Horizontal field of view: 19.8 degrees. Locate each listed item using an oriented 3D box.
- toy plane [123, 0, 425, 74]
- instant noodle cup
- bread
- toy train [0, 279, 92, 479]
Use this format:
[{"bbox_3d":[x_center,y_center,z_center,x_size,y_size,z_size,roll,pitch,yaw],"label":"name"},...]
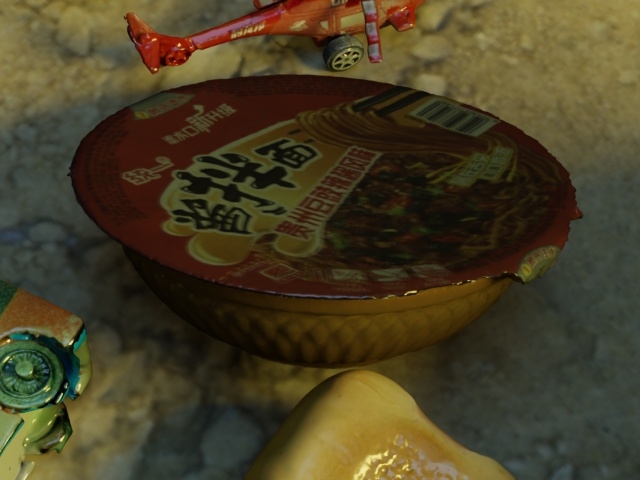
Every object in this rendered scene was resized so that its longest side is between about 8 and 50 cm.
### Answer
[{"bbox_3d":[-0.013,-0.131,1.105,0.194,0.077,0.126,-39,69,-21],"label":"toy plane"},{"bbox_3d":[0.000,0.000,0.995,0.274,0.091,0.274,3,28,-2],"label":"instant noodle cup"},{"bbox_3d":[-0.022,0.205,0.904,0.142,0.091,0.305,36,64,9],"label":"bread"},{"bbox_3d":[-0.196,0.106,0.957,0.099,0.072,0.188,27,62,9],"label":"toy train"}]
